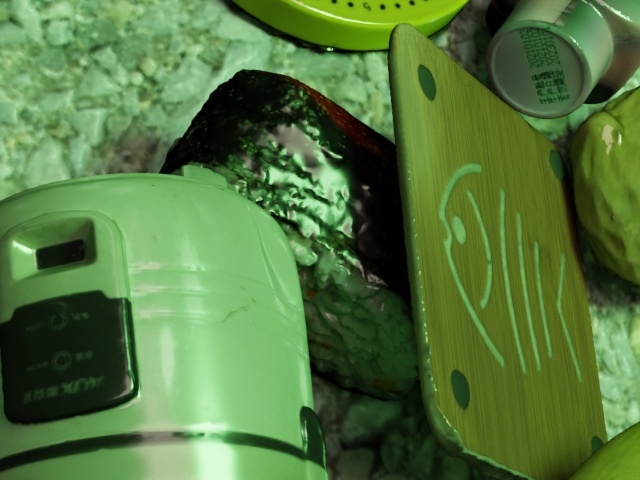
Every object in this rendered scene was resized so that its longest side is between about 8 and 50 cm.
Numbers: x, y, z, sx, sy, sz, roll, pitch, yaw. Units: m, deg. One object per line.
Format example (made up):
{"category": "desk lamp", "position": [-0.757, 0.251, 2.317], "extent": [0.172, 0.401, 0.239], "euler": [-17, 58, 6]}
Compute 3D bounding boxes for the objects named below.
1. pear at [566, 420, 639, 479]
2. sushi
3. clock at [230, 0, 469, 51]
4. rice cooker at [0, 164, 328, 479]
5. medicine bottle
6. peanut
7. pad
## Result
{"category": "pear", "position": [0.265, 0.242, 1.111], "extent": [0.309, 0.309, 0.309], "euler": [11, 63, -22]}
{"category": "sushi", "position": [0.000, 0.000, 1.186], "extent": [0.225, 0.136, 0.126], "euler": [34, 58, -18]}
{"category": "clock", "position": [0.010, -0.278, 1.353], "extent": [0.293, 0.071, 0.277], "euler": [48, 56, 0]}
{"category": "rice cooker", "position": [-0.112, 0.094, 1.037], "extent": [0.226, 0.226, 0.244], "euler": [3, 69, -25]}
{"category": "medicine bottle", "position": [0.190, -0.169, 1.355], "extent": [0.119, 0.094, 0.188], "euler": [37, 43, 1]}
{"category": "peanut", "position": [0.294, -0.031, 1.359], "extent": [0.233, 0.110, 0.197], "euler": [19, 60, -20]}
{"category": "pad", "position": [0.121, 0.025, 1.207], "extent": [0.284, 0.018, 0.286], "euler": [30, 49, -55]}
